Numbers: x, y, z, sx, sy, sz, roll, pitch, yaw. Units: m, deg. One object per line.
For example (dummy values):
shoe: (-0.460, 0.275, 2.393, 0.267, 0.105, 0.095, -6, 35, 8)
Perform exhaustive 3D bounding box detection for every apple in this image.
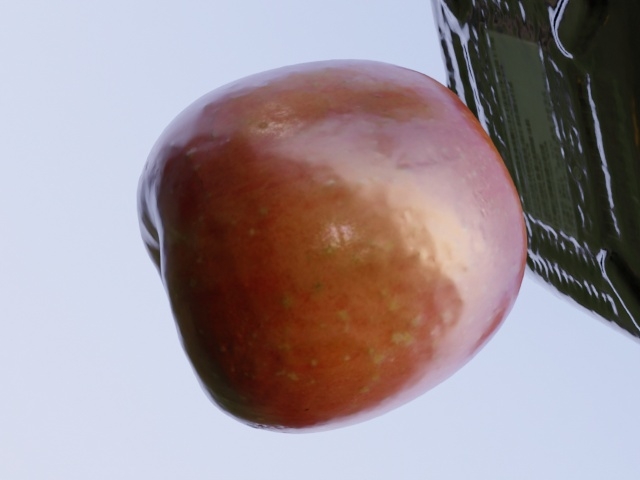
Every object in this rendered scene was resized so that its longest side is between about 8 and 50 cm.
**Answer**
apple: (0.000, 0.000, 0.677, 0.181, 0.168, 0.181, 159, -90, -76)

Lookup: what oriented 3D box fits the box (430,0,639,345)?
box: (0.167, -0.079, 0.906, 0.289, 0.073, 0.290, -140, -148, -63)
